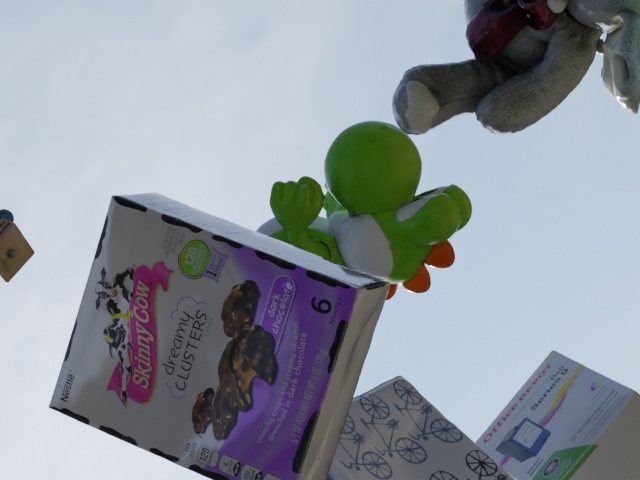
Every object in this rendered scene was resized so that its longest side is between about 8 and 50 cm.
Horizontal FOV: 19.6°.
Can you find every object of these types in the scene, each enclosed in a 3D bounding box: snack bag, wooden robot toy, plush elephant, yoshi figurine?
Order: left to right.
[{"bbox_3d":[-0.251,-0.031,1.146,0.076,0.173,0.079,-39,-47,-13],"label":"wooden robot toy"},{"bbox_3d":[-0.005,-0.027,2.119,0.203,0.362,0.203,46,-143,-37],"label":"yoshi figurine"},{"bbox_3d":[0.069,0.273,1.632,0.342,0.323,0.037,-19,-37,-44],"label":"snack bag"},{"bbox_3d":[0.236,-0.251,1.839,0.255,0.330,0.272,120,157,-69],"label":"plush elephant"}]

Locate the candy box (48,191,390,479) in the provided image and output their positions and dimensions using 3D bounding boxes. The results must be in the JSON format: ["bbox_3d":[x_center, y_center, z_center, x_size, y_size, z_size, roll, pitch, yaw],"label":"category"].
[{"bbox_3d":[-0.073,0.074,1.297,0.070,0.196,0.165,-8,-63,-69],"label":"candy box"}]

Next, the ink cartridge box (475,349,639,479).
[{"bbox_3d":[0.277,0.223,2.031,0.093,0.212,0.154,43,-94,-18],"label":"ink cartridge box"}]
